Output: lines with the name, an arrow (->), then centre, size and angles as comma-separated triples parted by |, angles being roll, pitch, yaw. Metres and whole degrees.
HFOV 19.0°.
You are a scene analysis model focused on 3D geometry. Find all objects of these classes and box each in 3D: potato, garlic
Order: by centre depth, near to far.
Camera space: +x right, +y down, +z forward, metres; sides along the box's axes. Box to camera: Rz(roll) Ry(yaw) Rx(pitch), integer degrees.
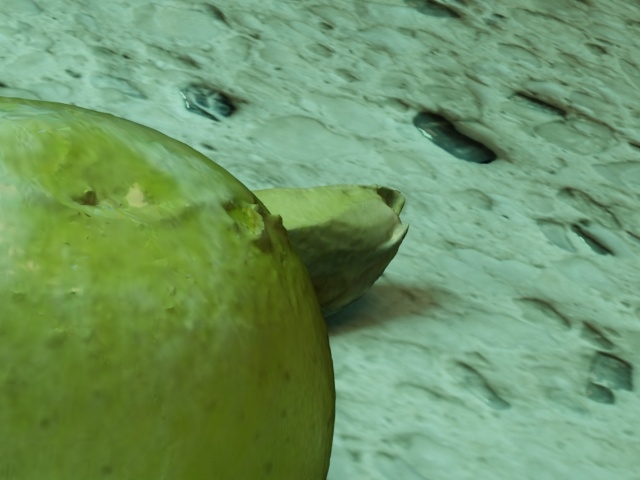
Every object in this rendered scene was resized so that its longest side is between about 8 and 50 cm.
potato -> -0.198, 0.061, 1.077 | 0.442, 0.319, 0.385 | -2, 32, -36
garlic -> -0.010, 0.012, 1.496 | 0.196, 0.101, 0.087 | -4, 37, -40
